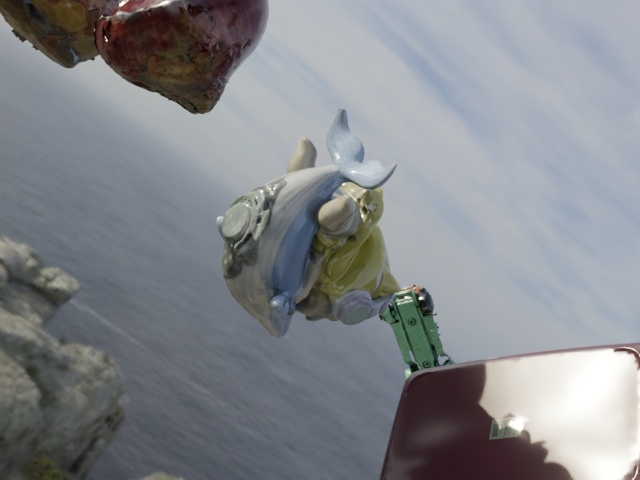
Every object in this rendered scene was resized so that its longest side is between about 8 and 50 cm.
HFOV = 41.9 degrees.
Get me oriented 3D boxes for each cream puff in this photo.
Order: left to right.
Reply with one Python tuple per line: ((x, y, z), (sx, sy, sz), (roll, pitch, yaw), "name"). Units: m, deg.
((-0.335, -0.323, 1.014), (0.240, 0.164, 0.240), (51, -8, 10), "cream puff")

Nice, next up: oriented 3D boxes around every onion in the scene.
((-0.132, -0.205, 0.855), (0.184, 0.184, 0.147), (36, -33, 57), "onion")

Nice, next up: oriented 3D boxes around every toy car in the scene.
((0.135, 0.133, 1.135), (0.054, 0.073, 0.143), (-57, 127, -67), "toy car")

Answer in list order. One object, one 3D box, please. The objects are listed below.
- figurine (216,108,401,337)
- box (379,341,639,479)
((0.000, 0.000, 0.716), (0.184, 0.208, 0.128), (11, 30, -38), "figurine")
((0.200, 0.210, 0.746), (0.294, 0.193, 0.167), (-15, -50, 34), "box")
